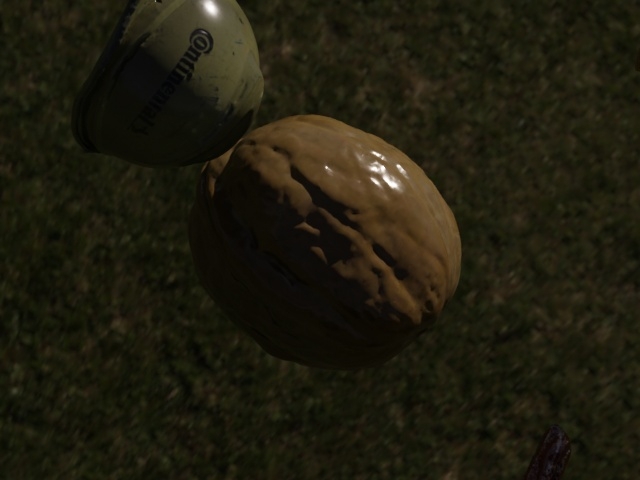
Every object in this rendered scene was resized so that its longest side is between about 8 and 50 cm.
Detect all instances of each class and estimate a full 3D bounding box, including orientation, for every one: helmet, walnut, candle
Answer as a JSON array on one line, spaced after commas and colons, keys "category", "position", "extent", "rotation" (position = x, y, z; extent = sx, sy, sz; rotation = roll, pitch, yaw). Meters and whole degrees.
[{"category": "helmet", "position": [-0.124, -0.163, 1.474], "extent": [0.137, 0.257, 0.204], "rotation": [37, 21, 16]}, {"category": "walnut", "position": [-0.001, 0.001, 1.644], "extent": [0.313, 0.277, 0.252], "rotation": [39, 72, 3]}, {"category": "candle", "position": [0.226, 0.333, 1.689], "extent": [0.048, 0.051, 0.329], "rotation": [26, 48, 10]}]

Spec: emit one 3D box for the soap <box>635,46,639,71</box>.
[{"category": "soap", "position": [0.407, -0.245, 1.819], "extent": [0.012, 0.034, 0.089], "rotation": [34, 55, -20]}]
